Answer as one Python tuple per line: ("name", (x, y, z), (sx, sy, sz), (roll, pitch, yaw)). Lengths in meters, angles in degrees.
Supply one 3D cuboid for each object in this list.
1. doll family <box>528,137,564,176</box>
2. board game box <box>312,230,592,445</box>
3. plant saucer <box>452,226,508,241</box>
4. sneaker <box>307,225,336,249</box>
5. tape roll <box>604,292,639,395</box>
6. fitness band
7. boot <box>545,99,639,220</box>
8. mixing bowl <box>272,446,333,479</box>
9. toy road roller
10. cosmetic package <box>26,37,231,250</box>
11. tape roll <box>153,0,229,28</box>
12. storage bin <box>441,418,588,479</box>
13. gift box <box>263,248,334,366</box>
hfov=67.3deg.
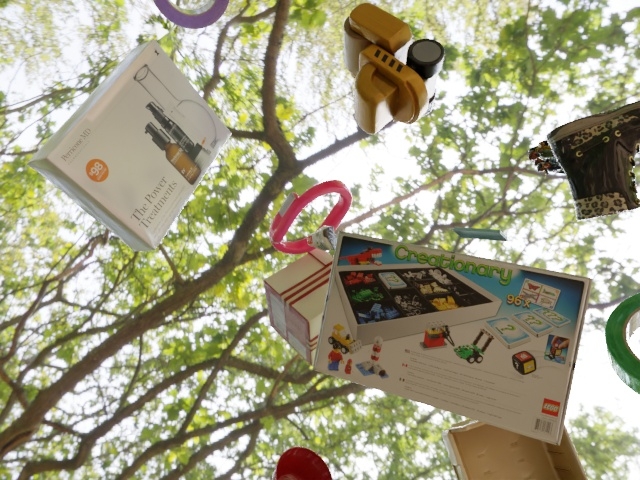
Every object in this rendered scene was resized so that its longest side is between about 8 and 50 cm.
("doll family", (0.581, -0.205, 1.210), (0.193, 0.111, 0.076), (32, -111, -49))
("board game box", (0.152, 0.109, 0.606), (0.305, 0.053, 0.193), (12, -89, 22))
("plant saucer", (0.558, -0.024, 1.683), (0.067, 0.192, 0.018), (32, -104, -35))
("sneaker", (0.000, 0.000, 1.234), (0.075, 0.161, 0.057), (-4, -98, 6))
("tape roll", (0.900, 0.263, 1.206), (0.321, 0.321, 0.077), (-32, -55, -2))
("fitness band", (-0.028, -0.061, 1.377), (0.209, 0.054, 0.291), (0, -41, -40))
("boot", (0.538, -0.142, 0.836), (0.236, 0.085, 0.179), (-14, -98, 14))
("mixing bowl", (-0.065, 0.671, 1.309), (0.181, 0.181, 0.098), (21, -54, -24))
("toy road roller", (0.149, -0.437, 1.276), (0.240, 0.329, 0.202), (-42, -21, -16))
("cosmetic package", (-0.392, -0.209, 1.066), (0.284, 0.097, 0.377), (49, -128, -37))
("tape roll", (-0.313, -0.612, 1.148), (0.189, 0.080, 0.189), (-10, -54, -15))
("storage bin", (0.459, 0.537, 1.131), (0.260, 0.123, 0.262), (-14, -108, -11))
("gift box", (-0.009, 0.199, 1.504), (0.258, 0.255, 0.276), (-31, -36, -27))
